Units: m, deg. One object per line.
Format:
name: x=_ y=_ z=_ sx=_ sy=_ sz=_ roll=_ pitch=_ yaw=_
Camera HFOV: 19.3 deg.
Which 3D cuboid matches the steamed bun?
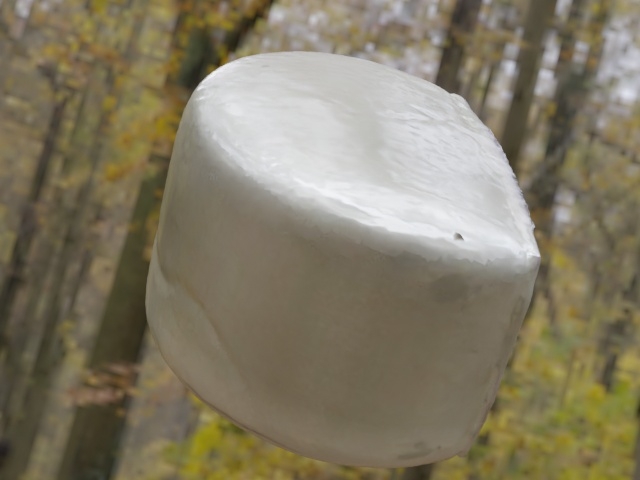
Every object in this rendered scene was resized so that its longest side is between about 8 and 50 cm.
steamed bun: x=0.000 y=0.000 z=0.947 sx=0.164 sy=0.146 sz=0.242 roll=10 pitch=25 yaw=-12
